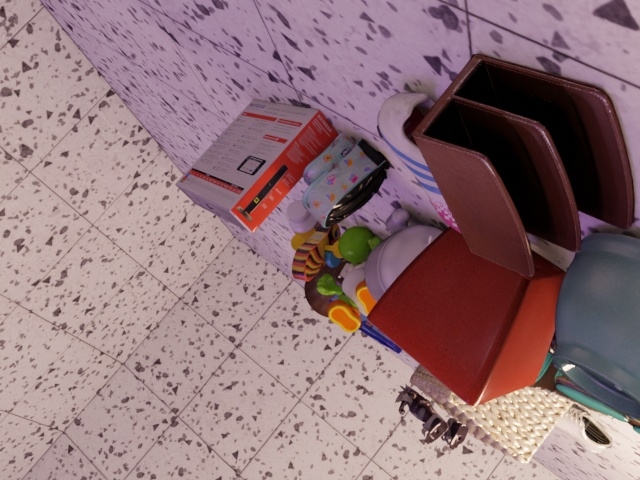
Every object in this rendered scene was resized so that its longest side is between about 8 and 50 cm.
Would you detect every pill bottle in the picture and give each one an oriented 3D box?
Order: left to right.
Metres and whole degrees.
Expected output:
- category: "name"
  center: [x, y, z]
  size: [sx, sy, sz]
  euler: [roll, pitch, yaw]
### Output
- category: "pill bottle"
  center: [-0.042, -0.053, 2.381]
  size: [0.103, 0.103, 0.184]
  euler: [32, 167, 36]

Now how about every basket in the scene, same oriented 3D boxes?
- category: "basket"
  center: [0.472, 0.399, 2.036]
  size: [0.328, 0.266, 0.331]
  euler: [41, 171, -9]

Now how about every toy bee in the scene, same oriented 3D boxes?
- category: "toy bee"
  center: [0.000, 0.000, 2.259]
  size: [0.298, 0.195, 0.162]
  euler: [-61, -33, -65]

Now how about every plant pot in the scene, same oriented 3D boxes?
- category: "plant pot"
  center: [0.072, 0.151, 2.639]
  size: [0.215, 0.215, 0.230]
  euler: [40, 155, 2]
- category: "plant pot"
  center: [0.300, 0.114, 1.357]
  size: [0.267, 0.235, 0.267]
  euler: [39, -156, 33]
- category: "plant pot"
  center: [0.484, 0.154, 1.119]
  size: [0.293, 0.196, 0.293]
  euler: [35, 171, 6]

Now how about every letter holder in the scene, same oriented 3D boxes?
- category: "letter holder"
  center: [0.295, -0.078, 1.002]
  size: [0.214, 0.152, 0.302]
  euler: [29, 164, 40]

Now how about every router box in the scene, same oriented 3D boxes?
- category: "router box"
  center: [-0.158, -0.187, 1.703]
  size: [0.082, 0.301, 0.335]
  euler: [47, 168, -32]

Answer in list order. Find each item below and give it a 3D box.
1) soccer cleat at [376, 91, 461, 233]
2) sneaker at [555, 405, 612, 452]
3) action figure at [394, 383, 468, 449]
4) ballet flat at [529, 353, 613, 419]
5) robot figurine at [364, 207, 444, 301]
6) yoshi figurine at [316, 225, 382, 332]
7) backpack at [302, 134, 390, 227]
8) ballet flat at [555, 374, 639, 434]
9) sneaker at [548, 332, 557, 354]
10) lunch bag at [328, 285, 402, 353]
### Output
- category: "soccer cleat"
  center: [0.224, -0.110, 1.194]
  size: [0.331, 0.116, 0.143]
  euler: [43, 169, -14]
- category: "sneaker"
  center: [0.739, 0.518, 2.118]
  size: [0.258, 0.094, 0.091]
  euler: [35, 151, 3]
- category: "action figure"
  center: [0.305, 0.508, 2.087]
  size: [0.185, 0.099, 0.285]
  euler: [33, 177, -15]
- category: "ballet flat"
  center: [0.512, 0.275, 1.645]
  size: [0.409, 0.147, 0.147]
  euler: [31, 170, -6]
- category: "robot figurine"
  center: [0.222, 0.073, 1.723]
  size: [0.353, 0.200, 0.299]
  euler: [134, 116, -79]
- category: "yoshi figurine"
  center: [0.101, 0.081, 2.047]
  size: [0.204, 0.203, 0.362]
  euler: [11, -152, 4]
- category: "backpack"
  center: [0.040, -0.124, 1.578]
  size: [0.144, 0.188, 0.166]
  euler: [39, 170, 7]
- category: "ballet flat"
  center: [0.669, 0.350, 1.527]
  size: [0.349, 0.123, 0.123]
  euler: [31, 168, 10]
- category: "sneaker"
  center: [0.484, 0.166, 1.448]
  size: [0.178, 0.123, 0.295]
  euler: [24, 164, 26]
- category: "lunch bag"
  center: [0.210, 0.192, 2.193]
  size: [0.293, 0.221, 0.138]
  euler: [30, 166, 45]
